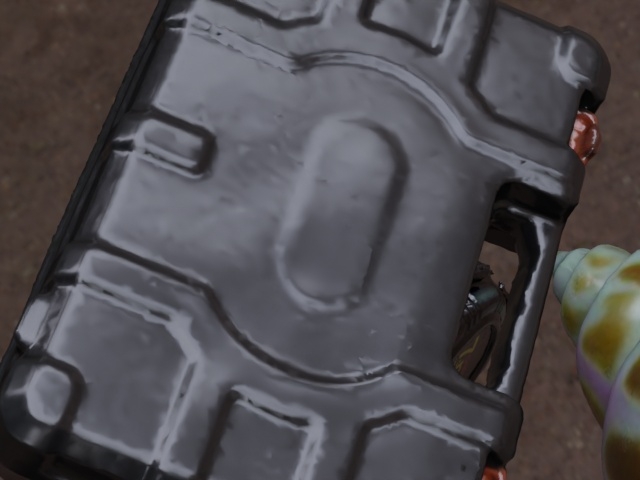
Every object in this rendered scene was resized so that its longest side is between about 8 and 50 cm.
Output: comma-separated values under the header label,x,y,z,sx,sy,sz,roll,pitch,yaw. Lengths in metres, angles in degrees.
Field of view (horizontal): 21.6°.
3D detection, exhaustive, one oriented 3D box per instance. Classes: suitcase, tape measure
label,x,y,z,sx,sy,sz,roll,pitch,yaw
suitcase,0.000,0.000,0.706,0.066,0.206,0.286,124,166,-60
tape measure,0.080,0.098,1.494,0.112,0.199,0.186,37,46,21

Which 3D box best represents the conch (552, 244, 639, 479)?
label,x,y,z,sx,sy,sz,roll,pitch,yaw
conch,0.276,0.115,0.920,0.249,0.197,0.368,-32,77,-17
